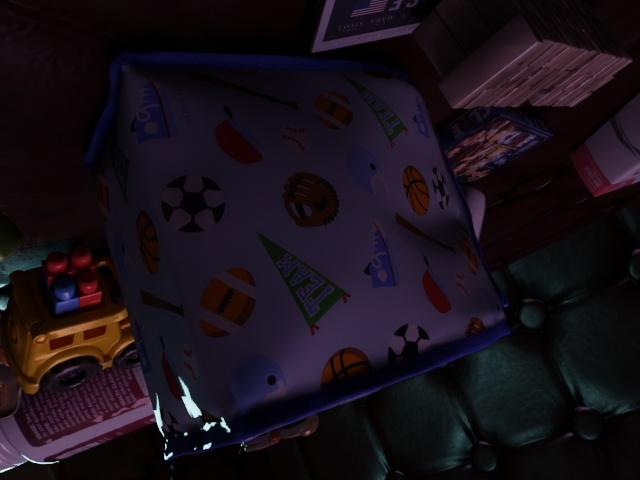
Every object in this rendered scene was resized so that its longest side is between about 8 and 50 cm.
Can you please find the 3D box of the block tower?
[{"bbox_3d":[0.224,-0.201,0.630,0.091,0.097,0.336,-39,167,38],"label":"block tower"}]

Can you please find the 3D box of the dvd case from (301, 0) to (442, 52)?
[{"bbox_3d":[0.089,-0.247,0.478,0.179,0.029,0.238,-17,163,-18],"label":"dvd case"}]

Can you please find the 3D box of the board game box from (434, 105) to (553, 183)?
[{"bbox_3d":[0.258,-0.156,0.983,0.165,0.042,0.243,-33,161,33],"label":"board game box"}]

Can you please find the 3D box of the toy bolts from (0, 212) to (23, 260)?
[{"bbox_3d":[-0.376,-0.033,0.454,0.229,0.158,0.218,-28,-153,-17],"label":"toy bolts"}]

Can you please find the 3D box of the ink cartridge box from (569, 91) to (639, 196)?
[{"bbox_3d":[0.675,-0.218,1.209,0.207,0.117,0.283,-18,164,-16],"label":"ink cartridge box"}]

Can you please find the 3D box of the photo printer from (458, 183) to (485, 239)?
[{"bbox_3d":[0.262,0.029,1.250,0.107,0.255,0.307,15,171,15],"label":"photo printer"}]

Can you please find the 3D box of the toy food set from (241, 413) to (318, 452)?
[{"bbox_3d":[-0.041,0.187,0.581,0.078,0.019,0.122,-18,170,7],"label":"toy food set"}]

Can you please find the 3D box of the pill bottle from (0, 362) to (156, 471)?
[{"bbox_3d":[-0.415,0.246,1.060,0.393,0.224,0.224,-21,164,-4],"label":"pill bottle"}]

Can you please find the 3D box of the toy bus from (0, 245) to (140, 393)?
[{"bbox_3d":[-0.322,0.086,0.856,0.220,0.149,0.211,-13,146,-37],"label":"toy bus"}]

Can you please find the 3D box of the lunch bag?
[{"bbox_3d":[0.000,0.000,0.620,0.386,0.327,0.239,-13,168,-33],"label":"lunch bag"}]

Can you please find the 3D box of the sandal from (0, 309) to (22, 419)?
[{"bbox_3d":[-0.475,0.188,0.900,0.072,0.180,0.049,0,-168,-22],"label":"sandal"}]
